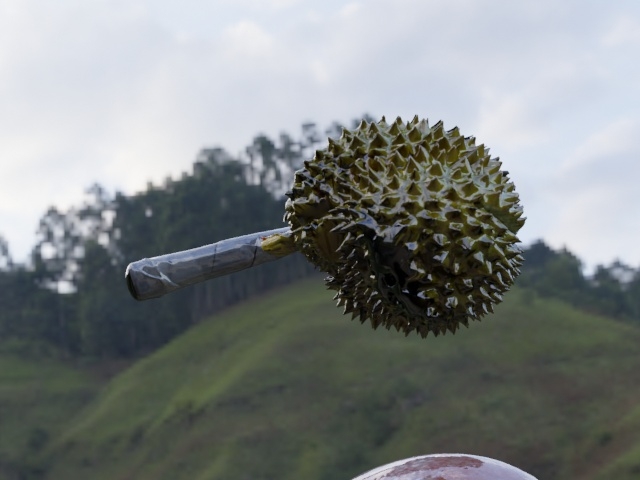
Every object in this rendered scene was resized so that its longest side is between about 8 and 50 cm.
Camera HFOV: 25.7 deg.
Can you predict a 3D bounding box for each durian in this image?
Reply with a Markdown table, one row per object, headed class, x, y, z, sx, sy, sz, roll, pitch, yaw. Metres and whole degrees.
| class | x | y | z | sx | sy | sz | roll | pitch | yaw |
| --- | --- | --- | --- | --- | --- | --- | --- | --- | --- |
| durian | 0.066 | -0.001 | 1.228 | 0.237 | 0.138 | 0.193 | -13 | -66 | 3 |

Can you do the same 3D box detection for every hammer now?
| class | x | y | z | sx | sy | sz | roll | pitch | yaw |
| --- | --- | --- | --- | --- | --- | --- | --- | --- | --- |
| hammer | 0.000 | 0.000 | 1.518 | 0.427 | 0.152 | 0.044 | -18 | 11 | -14 |

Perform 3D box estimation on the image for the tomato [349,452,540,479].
| class | x | y | z | sx | sy | sz | roll | pitch | yaw |
| --- | --- | --- | --- | --- | --- | --- | --- | --- | --- |
| tomato | 0.096 | 0.265 | 0.977 | 0.270 | 0.227 | 0.270 | 21 | -29 | 12 |
